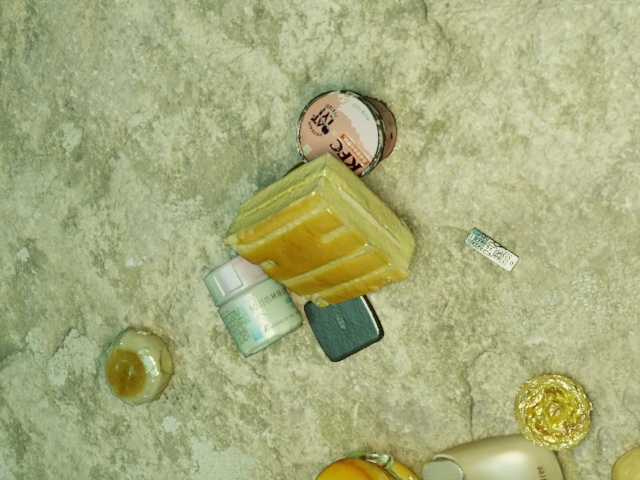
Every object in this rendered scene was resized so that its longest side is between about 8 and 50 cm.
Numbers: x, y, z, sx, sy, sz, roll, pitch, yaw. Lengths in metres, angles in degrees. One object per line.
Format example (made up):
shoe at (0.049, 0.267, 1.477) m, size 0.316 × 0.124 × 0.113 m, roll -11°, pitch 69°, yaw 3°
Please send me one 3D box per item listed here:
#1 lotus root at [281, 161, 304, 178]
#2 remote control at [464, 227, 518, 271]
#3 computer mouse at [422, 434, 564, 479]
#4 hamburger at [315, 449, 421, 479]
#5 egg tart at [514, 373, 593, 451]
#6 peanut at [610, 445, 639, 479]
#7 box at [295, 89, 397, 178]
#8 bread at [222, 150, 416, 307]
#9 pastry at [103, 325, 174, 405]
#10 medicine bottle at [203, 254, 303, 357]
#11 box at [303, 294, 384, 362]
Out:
lotus root at (-0.052, -0.073, 1.479) m, size 0.190 × 0.094 × 0.108 m, roll -26°, pitch 64°, yaw 35°
remote control at (0.286, 0.015, 1.372) m, size 0.091 × 0.016 × 0.034 m, roll 35°, pitch 96°, yaw 16°
computer mouse at (0.294, 0.412, 1.400) m, size 0.236 × 0.082 × 0.145 m, roll -17°, pitch 92°, yaw 25°
hamburger at (0.100, 0.489, 1.448) m, size 0.246 × 0.170 × 0.246 m, roll -8°, pitch 80°, yaw 51°
egg tart at (0.381, 0.279, 1.348) m, size 0.128 × 0.049 × 0.129 m, roll 1°, pitch 92°, yaw 20°
peanut at (0.548, 0.467, 1.258) m, size 0.147 × 0.147 × 0.319 m, roll -31°, pitch 88°, yaw 26°
box at (0.054, -0.180, 1.383) m, size 0.151 × 0.135 × 0.151 m, roll 6°, pitch 105°, yaw 25°
bread at (0.000, 0.000, 1.377) m, size 0.246 × 0.111 × 0.239 m, roll -23°, pitch 126°, yaw 41°
pastry at (-0.375, 0.256, 1.684) m, size 0.165 × 0.088 × 0.166 m, roll 3°, pitch 97°, yaw 24°
medicine bottle at (-0.125, 0.114, 1.517) m, size 0.135 × 0.135 × 0.168 m, roll -34°, pitch 83°, yaw 26°
box at (0.044, 0.147, 1.504) m, size 0.125 × 0.027 × 0.126 m, roll -30°, pitch 84°, yaw 23°
